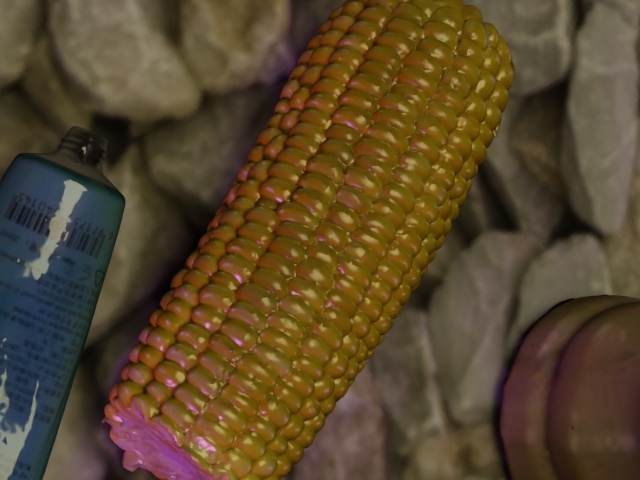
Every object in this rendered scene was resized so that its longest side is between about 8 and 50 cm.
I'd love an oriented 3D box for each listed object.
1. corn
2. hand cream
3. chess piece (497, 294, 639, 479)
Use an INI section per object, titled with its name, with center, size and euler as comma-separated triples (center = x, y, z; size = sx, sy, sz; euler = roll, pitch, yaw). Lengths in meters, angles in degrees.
[corn]
center = 0.000, 0.000, 0.795
size = 0.093, 0.093, 0.244
euler = 35, 72, -19
[hand cream]
center = -0.133, 0.060, 0.757
size = 0.083, 0.048, 0.224
euler = 25, 81, -21
[chess piece]
center = 0.206, 0.081, 0.772
size = 0.137, 0.301, 0.137
euler = 3, 83, -28
